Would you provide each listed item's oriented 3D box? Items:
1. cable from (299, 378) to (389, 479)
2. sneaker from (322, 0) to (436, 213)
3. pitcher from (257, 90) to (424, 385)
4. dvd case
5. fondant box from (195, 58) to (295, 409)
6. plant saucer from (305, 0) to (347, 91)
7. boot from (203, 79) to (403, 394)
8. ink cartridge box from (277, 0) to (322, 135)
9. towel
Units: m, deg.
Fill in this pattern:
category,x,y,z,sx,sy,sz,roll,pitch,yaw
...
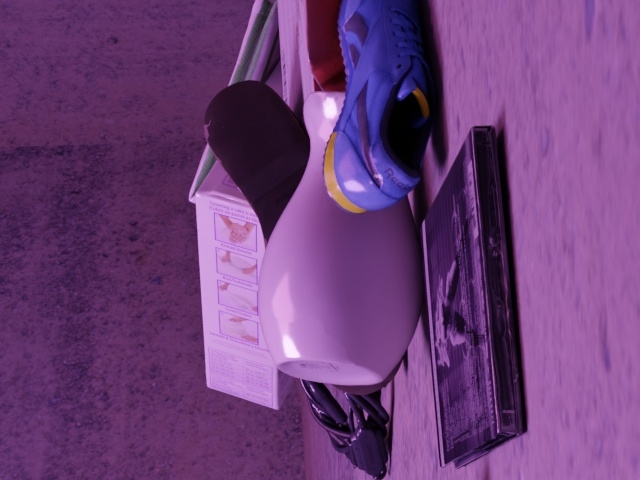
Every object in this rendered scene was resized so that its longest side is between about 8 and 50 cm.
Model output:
category,x,y,z,sx,sy,sz,roll,pitch,yaw
cable,0.016,0.143,1.417,0.150,0.047,0.184,48,162,47
sneaker,0.056,-0.120,1.026,0.082,0.069,0.209,-23,52,48
pitcher,0.028,0.010,1.132,0.178,0.125,0.207,46,-132,-64
dvd case,0.086,0.044,0.853,0.221,0.018,0.164,105,162,-76
fondant box,-0.041,-0.007,1.592,0.330,0.096,0.238,90,-158,-48
plant saucer,0.024,-0.239,1.189,0.259,0.047,0.258,42,-135,-80
boot,0.000,0.000,1.310,0.305,0.112,0.115,65,-172,18
ink cartridge box,-0.003,-0.245,1.348,0.239,0.060,0.275,151,116,-80
towel,-0.054,-0.129,1.663,0.325,0.038,0.248,24,-96,-76
